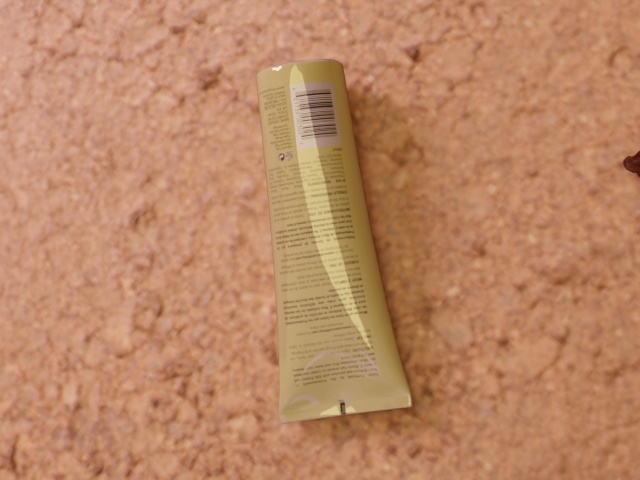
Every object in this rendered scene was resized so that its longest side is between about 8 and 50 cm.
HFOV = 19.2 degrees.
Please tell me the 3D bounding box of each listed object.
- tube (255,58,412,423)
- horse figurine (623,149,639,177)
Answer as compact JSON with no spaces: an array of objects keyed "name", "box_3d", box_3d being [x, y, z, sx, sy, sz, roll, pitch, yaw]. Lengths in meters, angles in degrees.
[{"name":"tube","box_3d":[0.000,0.000,1.280,0.070,0.062,0.240,-18,78,55]},{"name":"horse figurine","box_3d":[0.314,-0.028,1.177,0.263,0.066,0.174,27,112,19]}]
